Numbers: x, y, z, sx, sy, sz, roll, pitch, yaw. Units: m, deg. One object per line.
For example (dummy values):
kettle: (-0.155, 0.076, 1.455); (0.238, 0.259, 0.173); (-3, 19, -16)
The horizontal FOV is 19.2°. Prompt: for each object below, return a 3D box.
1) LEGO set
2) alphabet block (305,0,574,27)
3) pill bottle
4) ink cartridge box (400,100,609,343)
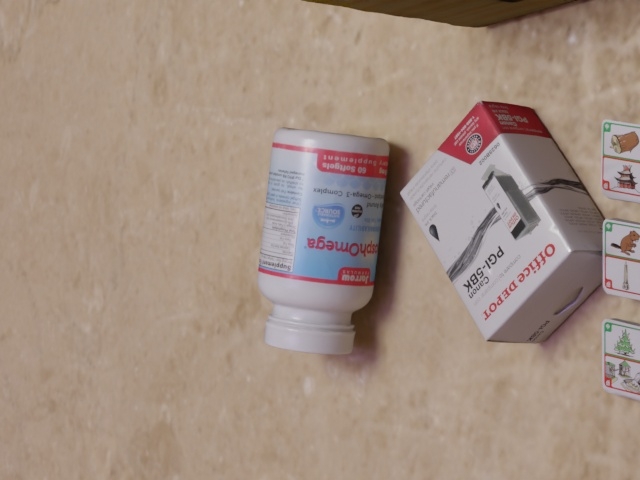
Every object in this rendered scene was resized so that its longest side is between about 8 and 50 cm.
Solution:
LEGO set: (0.276, 0.024, 1.139); (0.244, 0.060, 0.182); (11, 108, 48)
alphabet block: (0.107, -0.254, 1.213); (0.197, 0.193, 0.192); (-9, 80, 47)
pill bottle: (0.000, 0.000, 1.390); (0.087, 0.087, 0.160); (10, 95, 47)
ink cartridge box: (0.127, -0.012, 1.276); (0.099, 0.056, 0.135); (-50, 53, 32)
